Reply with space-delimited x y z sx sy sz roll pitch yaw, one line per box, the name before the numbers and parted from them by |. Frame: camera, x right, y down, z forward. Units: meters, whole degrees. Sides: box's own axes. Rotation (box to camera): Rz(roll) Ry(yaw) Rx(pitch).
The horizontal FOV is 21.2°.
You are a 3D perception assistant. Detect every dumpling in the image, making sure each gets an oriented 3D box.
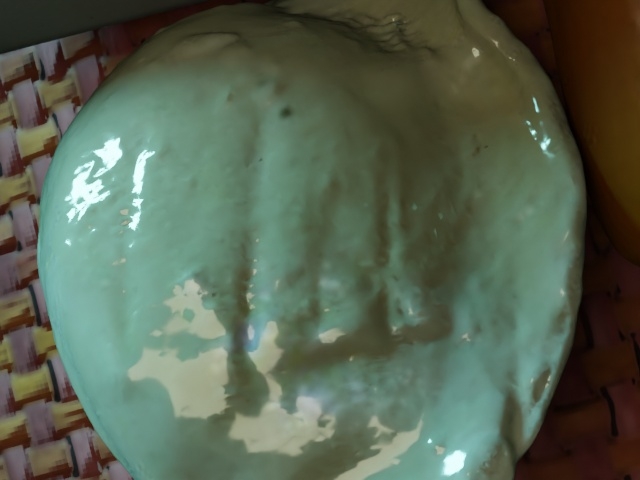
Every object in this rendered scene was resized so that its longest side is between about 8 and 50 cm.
dumpling | 0.000 0.000 0.554 0.179 0.131 0.252 -29 46 11

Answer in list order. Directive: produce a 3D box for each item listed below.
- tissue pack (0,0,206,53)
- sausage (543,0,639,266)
tissue pack | -0.076 -0.170 0.566 0.246 0.136 0.159 -11 68 24
sausage | 0.111 -0.105 0.529 0.098 0.098 0.238 -10 89 25
